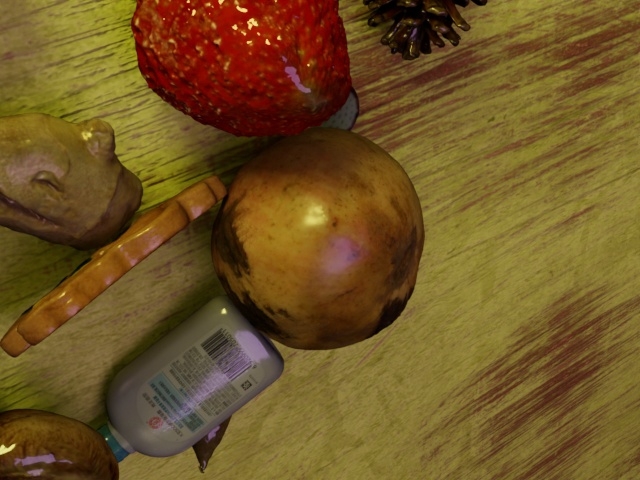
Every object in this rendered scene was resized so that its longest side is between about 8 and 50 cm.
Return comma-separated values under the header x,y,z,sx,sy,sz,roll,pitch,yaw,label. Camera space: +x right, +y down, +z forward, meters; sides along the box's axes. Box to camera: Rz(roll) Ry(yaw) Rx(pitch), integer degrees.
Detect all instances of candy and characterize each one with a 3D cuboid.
x,y,z,sx,sy,sz,roll,pitch,yaw,label
0.009,-0.187,1.339,0.103,0.043,0.103,-23,130,-30,candy

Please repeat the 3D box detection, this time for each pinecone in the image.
x,y,z,sx,sy,sz,roll,pitch,yaw,label
0.145,-0.345,1.278,0.179,0.150,0.195,1,119,-49,pinecone

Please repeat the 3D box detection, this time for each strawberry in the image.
x,y,z,sx,sy,sz,roll,pitch,yaw,label
-0.078,-0.227,1.068,0.257,0.277,0.257,-20,130,-26,strawberry

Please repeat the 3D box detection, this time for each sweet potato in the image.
x,y,z,sx,sy,sz,roll,pitch,yaw,label
-0.162,0.223,1.448,0.074,0.074,0.270,11,96,-45,sweet potato

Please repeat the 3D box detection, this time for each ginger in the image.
x,y,z,sx,sy,sz,roll,pitch,yaw,label
-0.345,-0.072,1.039,0.354,0.126,0.190,5,140,-46,ginger

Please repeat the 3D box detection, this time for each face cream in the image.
x,y,z,sx,sy,sz,roll,pitch,yaw,label
-0.222,0.232,1.361,0.336,0.080,0.163,-38,110,-2,face cream

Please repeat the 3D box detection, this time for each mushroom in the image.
x,y,z,sx,sy,sz,roll,pitch,yaw,label
-0.373,0.344,1.227,0.283,0.195,0.263,32,101,-15,mushroom

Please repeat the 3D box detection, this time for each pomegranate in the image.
x,y,z,sx,sy,sz,roll,pitch,yaw,label
0.000,0.000,1.284,0.322,0.322,0.322,-22,130,-29,pomegranate

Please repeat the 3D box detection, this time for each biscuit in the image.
x,y,z,sx,sy,sz,roll,pitch,yaw,label
-0.251,0.021,1.150,0.334,0.202,0.047,-41,98,-30,biscuit
